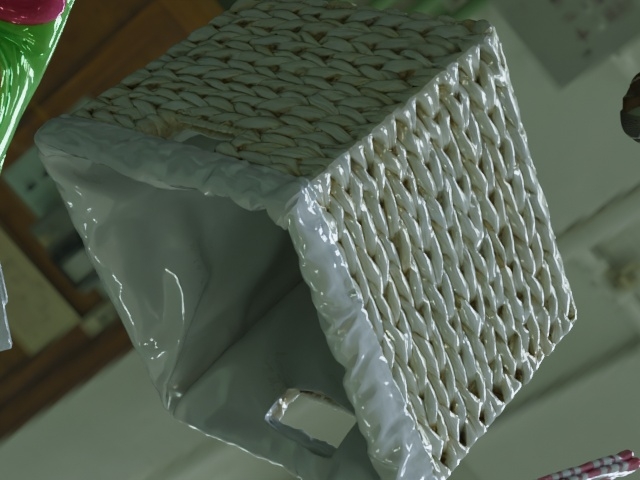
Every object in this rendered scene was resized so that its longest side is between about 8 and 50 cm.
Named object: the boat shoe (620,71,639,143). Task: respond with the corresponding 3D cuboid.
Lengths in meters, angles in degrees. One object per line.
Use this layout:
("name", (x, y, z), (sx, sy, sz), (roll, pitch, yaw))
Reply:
("boat shoe", (0.324, -0.126, 1.001), (0.324, 0.123, 0.116), (-15, -119, 43))

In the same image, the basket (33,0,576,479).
("basket", (0.000, 0.000, 1.393), (0.266, 0.331, 0.328), (-40, -145, -29))

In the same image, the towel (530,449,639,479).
("towel", (0.215, 0.269, 1.690), (0.197, 0.029, 0.144), (-12, 157, -30))

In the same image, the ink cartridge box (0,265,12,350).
("ink cartridge box", (-0.446, 0.011, 1.518), (0.270, 0.197, 0.198), (-16, -148, -20))

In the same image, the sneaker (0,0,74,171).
("sneaker", (-0.267, -0.021, 0.911), (0.483, 0.185, 0.202), (-63, -164, -13))
